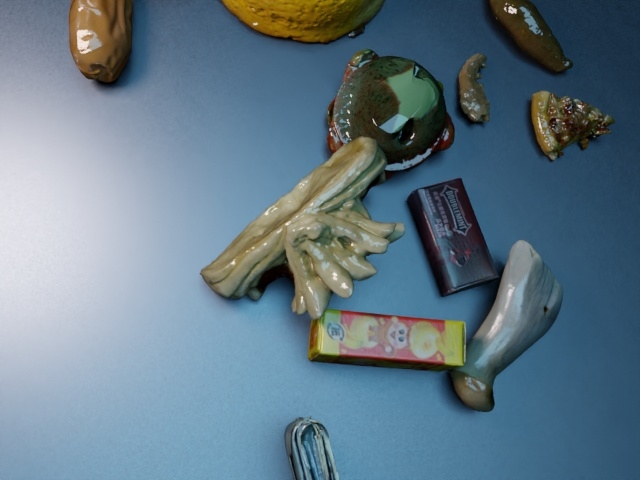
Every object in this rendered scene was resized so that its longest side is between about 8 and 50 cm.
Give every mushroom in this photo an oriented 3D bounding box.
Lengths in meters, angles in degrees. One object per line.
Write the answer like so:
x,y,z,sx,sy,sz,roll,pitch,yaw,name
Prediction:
0.355,0.173,1.432,0.159,0.122,0.329,38,75,-5,mushroom

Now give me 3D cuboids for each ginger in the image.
0.336,-0.338,1.607,0.069,0.051,0.174,6,76,-11,ginger

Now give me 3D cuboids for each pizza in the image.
0.562,-0.261,1.610,0.193,0.069,0.154,-6,75,-9,pizza

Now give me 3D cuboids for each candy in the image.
0.122,0.191,1.380,0.275,0.146,0.088,6,73,-6,candy

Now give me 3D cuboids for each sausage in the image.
-0.440,-0.438,1.474,0.120,0.136,0.241,-1,70,-2,sausage

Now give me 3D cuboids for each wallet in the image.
-0.011,0.388,1.247,0.074,0.250,0.176,-12,78,-8,wallet

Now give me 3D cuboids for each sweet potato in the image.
0.470,-0.497,1.653,0.112,0.085,0.286,-36,83,-21,sweet potato

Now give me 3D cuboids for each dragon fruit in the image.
0.148,-0.264,1.522,0.268,0.130,0.295,44,73,10,dragon fruit

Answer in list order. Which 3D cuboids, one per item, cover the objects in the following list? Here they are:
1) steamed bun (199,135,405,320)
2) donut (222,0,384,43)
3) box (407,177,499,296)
0.000,0.000,1.354,0.428,0.247,0.189,-42,104,-5,steamed bun
-0.012,-0.650,1.580,0.377,0.163,0.436,16,73,-5,donut
0.269,-0.008,1.497,0.120,0.069,0.224,-14,76,-12,box
